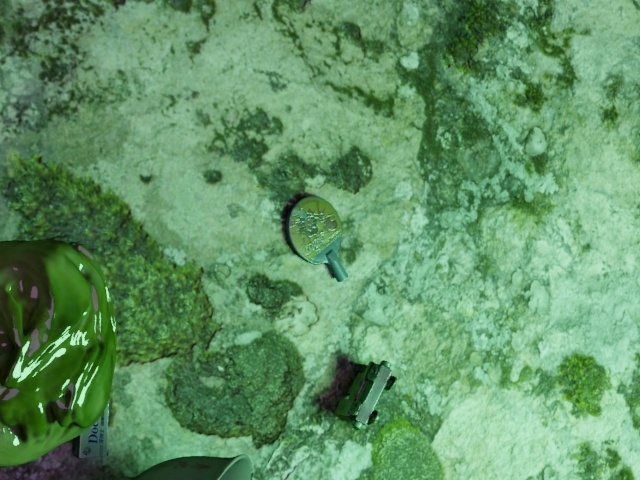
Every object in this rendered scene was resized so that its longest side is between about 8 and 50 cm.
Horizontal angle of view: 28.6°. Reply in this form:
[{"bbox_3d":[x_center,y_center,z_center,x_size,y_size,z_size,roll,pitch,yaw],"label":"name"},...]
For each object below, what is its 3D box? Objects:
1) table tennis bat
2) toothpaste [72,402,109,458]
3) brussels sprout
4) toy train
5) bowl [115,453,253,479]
[{"bbox_3d":[0.000,0.000,2.011,0.100,0.019,0.155,-39,112,-28],"label":"table tennis bat"},{"bbox_3d":[-0.325,0.226,1.787,0.046,0.034,0.164,2,92,-32],"label":"toothpaste"},{"bbox_3d":[-0.398,0.136,1.603,0.328,0.247,0.328,17,66,-44],"label":"brussels sprout"},{"bbox_3d":[0.075,0.251,2.039,0.050,0.081,0.122,34,72,-22],"label":"toy train"},{"bbox_3d":[-0.240,0.427,1.752,0.157,0.345,0.345,24,75,11],"label":"bowl"}]
